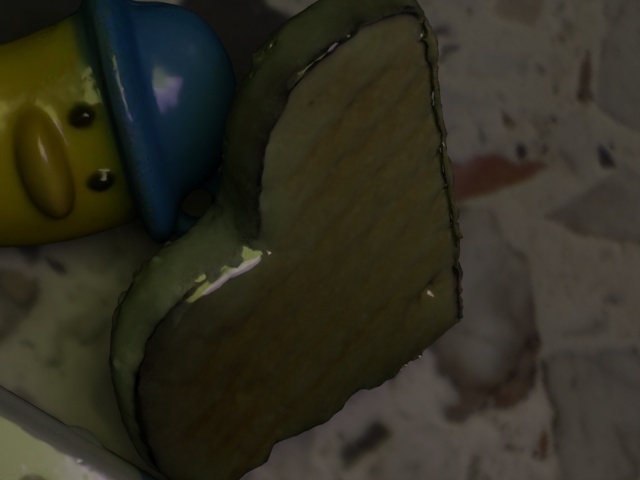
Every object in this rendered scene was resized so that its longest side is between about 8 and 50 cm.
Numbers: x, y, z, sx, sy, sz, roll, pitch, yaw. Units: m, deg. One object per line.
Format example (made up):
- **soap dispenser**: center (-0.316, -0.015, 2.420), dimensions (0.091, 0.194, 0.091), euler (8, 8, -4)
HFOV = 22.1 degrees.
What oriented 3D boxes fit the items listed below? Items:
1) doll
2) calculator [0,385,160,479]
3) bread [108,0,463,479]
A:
- **doll**: center (-0.200, -0.072, 0.668), dimensions (0.363, 0.145, 0.199), euler (21, 114, -19)
- **calculator**: center (-0.131, 0.130, 0.681), dimensions (0.210, 0.039, 0.121), euler (33, 74, -7)
- **bread**: center (0.000, 0.000, 0.695), dimensions (0.172, 0.064, 0.232), euler (11, 111, -44)
